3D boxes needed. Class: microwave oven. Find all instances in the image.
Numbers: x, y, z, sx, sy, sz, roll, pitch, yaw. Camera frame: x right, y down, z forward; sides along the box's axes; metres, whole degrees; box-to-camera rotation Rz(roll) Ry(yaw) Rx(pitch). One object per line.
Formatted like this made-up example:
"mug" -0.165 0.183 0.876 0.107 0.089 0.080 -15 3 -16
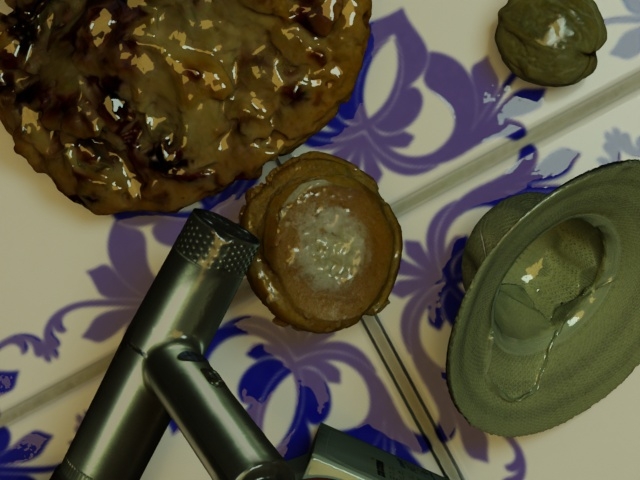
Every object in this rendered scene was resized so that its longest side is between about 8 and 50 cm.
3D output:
"microwave oven" 0.034 0.230 1.093 0.162 0.208 0.122 23 90 3

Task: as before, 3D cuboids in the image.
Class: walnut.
"walnut" 0.185 -0.166 1.162 0.092 0.092 0.092 0 89 2

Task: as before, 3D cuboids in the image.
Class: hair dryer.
"hair dryer" -0.134 0.161 1.026 0.155 0.284 0.320 25 108 -15

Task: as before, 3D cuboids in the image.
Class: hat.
"hat" 0.171 0.022 1.134 0.252 0.252 0.110 -47 47 1

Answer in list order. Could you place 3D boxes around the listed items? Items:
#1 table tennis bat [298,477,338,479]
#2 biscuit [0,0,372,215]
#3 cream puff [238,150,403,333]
"table tennis bat" -0.011 0.237 0.981 0.098 0.019 0.155 21 87 2
"biscuit" -0.127 -0.170 1.127 0.334 0.081 0.289 -37 95 18
"cream puff" -0.004 0.000 1.150 0.126 0.103 0.144 -13 107 -14
